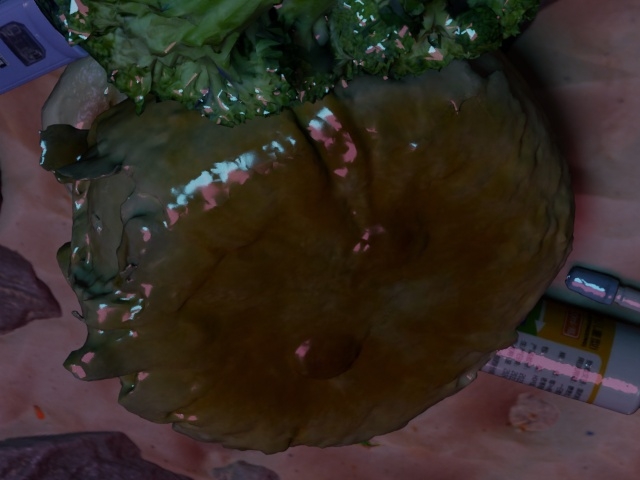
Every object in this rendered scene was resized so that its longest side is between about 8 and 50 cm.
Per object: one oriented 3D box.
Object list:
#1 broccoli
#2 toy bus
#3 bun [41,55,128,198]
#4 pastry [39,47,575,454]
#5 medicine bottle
[{"bbox_3d":[-0.028,-0.184,0.774,0.295,0.265,0.245,12,178,-34],"label":"broccoli"},{"bbox_3d":[-0.183,-0.143,1.016,0.167,0.076,0.073,-19,123,35],"label":"toy bus"},{"bbox_3d":[-0.102,-0.050,1.056,0.183,0.102,0.183,9,134,9],"label":"bun"},{"bbox_3d":[0.000,0.000,0.975,0.330,0.136,0.329,-13,133,-14],"label":"pastry"},{"bbox_3d":[0.211,0.075,1.089,0.221,0.061,0.092,17,117,4],"label":"medicine bottle"}]
